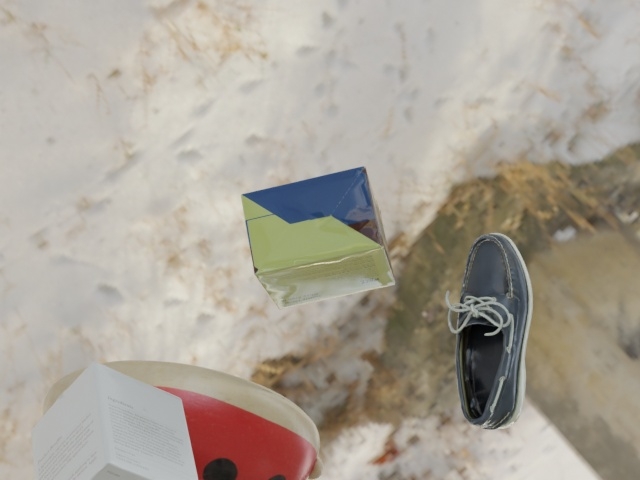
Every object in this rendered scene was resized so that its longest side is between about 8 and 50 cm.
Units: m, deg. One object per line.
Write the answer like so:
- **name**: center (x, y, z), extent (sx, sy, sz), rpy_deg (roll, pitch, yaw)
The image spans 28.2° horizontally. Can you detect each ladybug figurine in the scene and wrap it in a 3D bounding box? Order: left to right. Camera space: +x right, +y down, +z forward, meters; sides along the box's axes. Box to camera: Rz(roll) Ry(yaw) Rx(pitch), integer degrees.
- **ladybug figurine**: center (-0.209, 0.326, 1.964), extent (0.449, 0.162, 0.305), rpy_deg (12, 137, -11)

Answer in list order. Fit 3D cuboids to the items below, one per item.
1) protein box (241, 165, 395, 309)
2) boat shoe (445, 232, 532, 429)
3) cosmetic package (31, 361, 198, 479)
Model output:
- **protein box**: center (0.000, 0.000, 2.000), extent (0.199, 0.136, 0.201), rpy_deg (-13, 160, 5)
- **boat shoe**: center (0.210, 0.112, 1.628), extent (0.079, 0.095, 0.255), rpy_deg (14, 78, -53)
- **cosmetic package**: center (-0.268, 0.288, 1.650), extent (0.151, 0.184, 0.151), rpy_deg (30, 116, -33)
